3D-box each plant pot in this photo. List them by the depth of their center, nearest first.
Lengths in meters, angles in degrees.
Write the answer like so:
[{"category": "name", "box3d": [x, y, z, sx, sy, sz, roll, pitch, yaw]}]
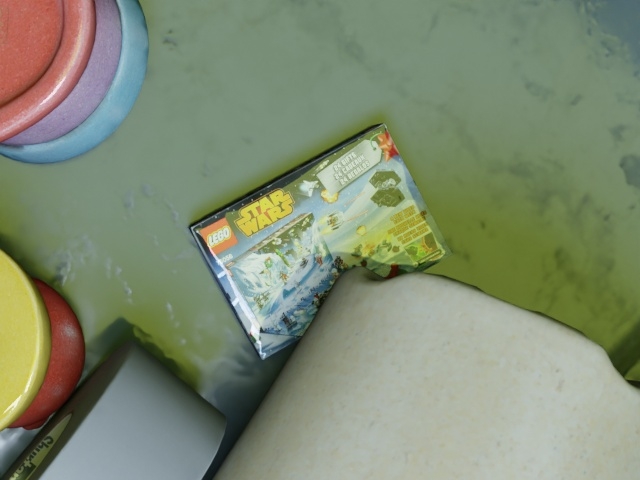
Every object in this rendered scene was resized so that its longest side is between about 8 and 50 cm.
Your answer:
[{"category": "plant pot", "box3d": [0.052, 0.195, 1.121, 0.333, 0.334, 0.305, 27, 77, -7]}]

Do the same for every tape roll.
[{"category": "tape roll", "box3d": [-0.148, 0.162, 1.122, 0.072, 0.219, 0.219, 40, 86, -6]}]

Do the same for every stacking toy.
[{"category": "stacking toy", "box3d": [-0.245, -0.044, 1.189, 0.279, 0.130, 0.309, 11, 87, 19]}]

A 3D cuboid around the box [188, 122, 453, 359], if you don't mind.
[{"category": "box", "box3d": [0.000, 0.000, 1.234, 0.137, 0.027, 0.094, -28, 96, -6]}]
